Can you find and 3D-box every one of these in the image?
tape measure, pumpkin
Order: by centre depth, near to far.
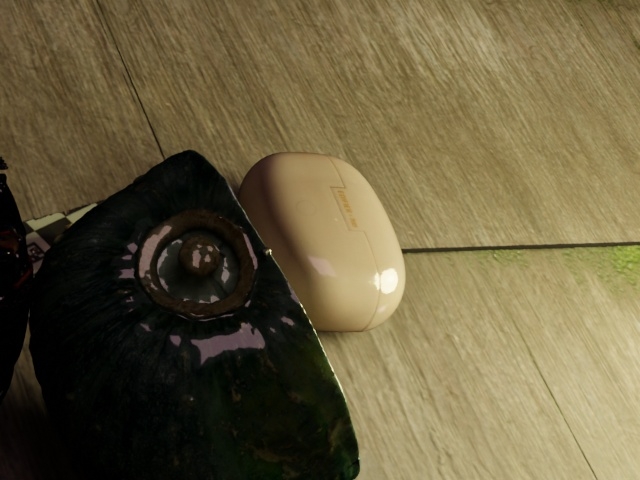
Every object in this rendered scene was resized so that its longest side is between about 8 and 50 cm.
[{"bbox_3d":[-0.301,0.033,1.558,0.135,0.202,0.223,0,29,-28],"label":"tape measure"},{"bbox_3d":[-0.120,0.106,1.570,0.197,0.263,0.293,-27,70,-12],"label":"pumpkin"}]

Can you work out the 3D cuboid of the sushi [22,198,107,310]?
[{"bbox_3d":[-0.177,0.035,1.763,0.192,0.040,0.210,-18,57,-42],"label":"sushi"}]

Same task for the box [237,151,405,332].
[{"bbox_3d":[0.000,0.000,1.869,0.146,0.088,0.200,3,47,-30],"label":"box"}]
